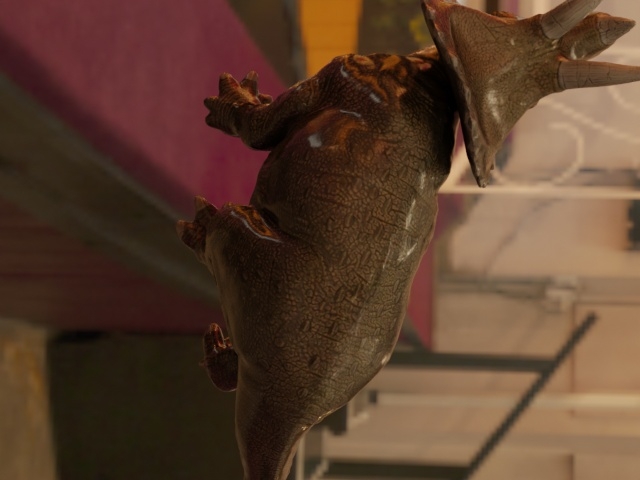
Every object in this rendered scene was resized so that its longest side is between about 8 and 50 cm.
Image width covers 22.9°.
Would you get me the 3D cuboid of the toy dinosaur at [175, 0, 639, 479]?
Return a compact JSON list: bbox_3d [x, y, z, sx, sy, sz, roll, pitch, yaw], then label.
[{"bbox_3d":[0.000,0.000,0.677,0.313,0.121,0.160,-57,-162,-10],"label":"toy dinosaur"}]
